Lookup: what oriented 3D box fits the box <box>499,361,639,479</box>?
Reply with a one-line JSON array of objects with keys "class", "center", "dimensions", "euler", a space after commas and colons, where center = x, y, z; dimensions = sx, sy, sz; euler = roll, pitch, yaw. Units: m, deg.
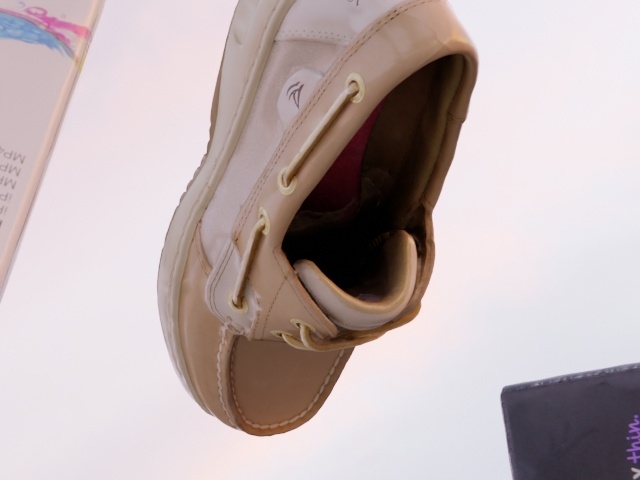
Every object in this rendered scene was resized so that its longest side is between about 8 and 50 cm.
[{"class": "box", "center": [0.222, 0.127, 0.659], "dimensions": [0.270, 0.165, 0.143], "euler": [-10, -18, 11]}]

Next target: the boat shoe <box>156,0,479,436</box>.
[{"class": "boat shoe", "center": [0.000, 0.000, 0.430], "dimensions": [0.063, 0.059, 0.170], "euler": [-19, -39, -28]}]

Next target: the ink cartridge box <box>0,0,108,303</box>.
[{"class": "ink cartridge box", "center": [-0.194, -0.048, 0.778], "dimensions": [0.226, 0.131, 0.306], "euler": [-51, 19, 52]}]
